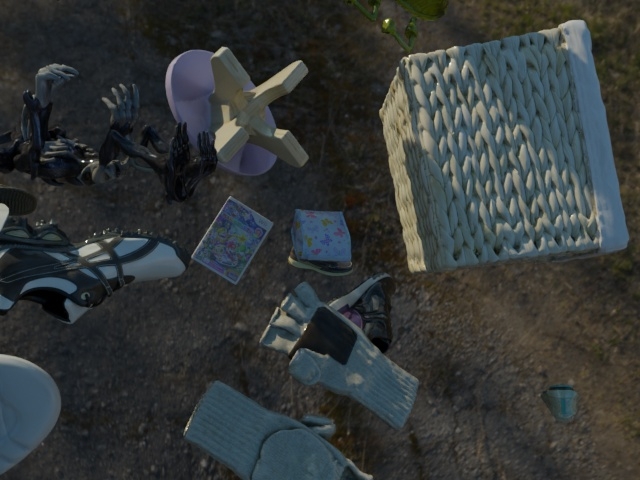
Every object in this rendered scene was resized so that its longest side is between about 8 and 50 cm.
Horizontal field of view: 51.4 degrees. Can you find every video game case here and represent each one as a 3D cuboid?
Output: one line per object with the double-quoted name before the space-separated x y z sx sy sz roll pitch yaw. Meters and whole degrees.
"video game case" -0.146 0.000 1.106 0.087 0.011 0.122 32 78 -7

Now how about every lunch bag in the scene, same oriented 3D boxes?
"lunch bag" 0.000 0.000 0.902 0.071 0.053 0.083 1 38 -16

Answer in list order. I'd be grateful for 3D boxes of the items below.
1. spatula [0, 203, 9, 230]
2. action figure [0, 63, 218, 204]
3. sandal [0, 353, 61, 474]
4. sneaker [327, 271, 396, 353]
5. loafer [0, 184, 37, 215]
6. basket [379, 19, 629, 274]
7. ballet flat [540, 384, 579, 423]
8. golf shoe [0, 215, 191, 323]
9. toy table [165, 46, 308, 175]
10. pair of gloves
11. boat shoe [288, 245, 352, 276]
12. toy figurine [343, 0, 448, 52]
"spatula" -0.351 0.028 0.454 0.242 0.019 0.168 4 56 13
"action figure" -0.261 -0.123 0.763 0.275 0.141 0.164 12 11 15
"sandal" -0.531 0.249 0.801 0.416 0.102 0.169 -24 108 -17
"sneaker" 0.083 0.154 1.218 0.124 0.107 0.283 45 32 12
"loafer" -0.616 -0.083 1.259 0.148 0.056 0.050 11 11 -40
"basket" 0.261 -0.112 1.038 0.266 0.328 0.331 -11 86 -2
"ballet flat" 0.355 0.244 0.985 0.057 0.168 0.052 -6 74 21
"golf shoe" -0.218 0.037 0.633 0.198 0.077 0.094 5 65 -34
"toy table" -0.147 -0.236 1.230 0.274 0.161 0.252 38 70 -32
"pair of gloves" -0.006 0.178 0.719 0.204 0.042 0.240 40 50 0
"boat shoe" 0.003 0.045 1.535 0.152 0.049 0.056 8 31 -4
"toy figurine" 0.078 -0.461 0.877 0.362 0.217 0.191 38 51 -11
